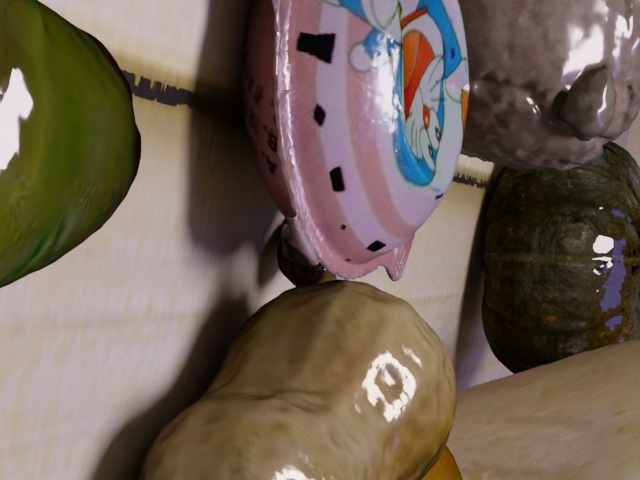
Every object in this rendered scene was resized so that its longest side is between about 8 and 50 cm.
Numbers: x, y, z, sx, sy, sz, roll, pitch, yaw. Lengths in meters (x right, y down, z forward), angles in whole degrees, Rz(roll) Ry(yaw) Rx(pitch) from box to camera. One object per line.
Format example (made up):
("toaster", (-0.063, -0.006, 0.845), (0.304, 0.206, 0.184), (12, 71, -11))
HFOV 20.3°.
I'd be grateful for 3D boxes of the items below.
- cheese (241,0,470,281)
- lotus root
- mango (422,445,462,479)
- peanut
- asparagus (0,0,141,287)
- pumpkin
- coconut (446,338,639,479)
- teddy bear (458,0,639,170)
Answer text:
("cheese", (0.007, -0.098, 0.764), (0.286, 0.074, 0.189), (70, 29, -43))
("lotus root", (0.000, 0.002, 0.894), (0.083, 0.037, 0.030), (-63, 154, -57))
("mango", (0.020, 0.216, 1.054), (0.136, 0.099, 0.227), (32, 80, -83))
("peanut", (-0.010, 0.085, 0.785), (0.120, 0.110, 0.236), (-37, 178, 24))
("asparagus", (-0.133, 0.007, 0.281), (0.343, 0.085, 0.082), (-32, 145, -64))
("pumpkin", (0.217, 0.018, 1.534), (0.224, 0.157, 0.223), (0, 90, -76))
("coconut", (0.217, 0.273, 1.346), (0.344, 0.415, 0.415), (-74, 170, -64))
("teddy bear", (0.109, -0.171, 0.943), (0.236, 0.151, 0.267), (14, 78, -49))
